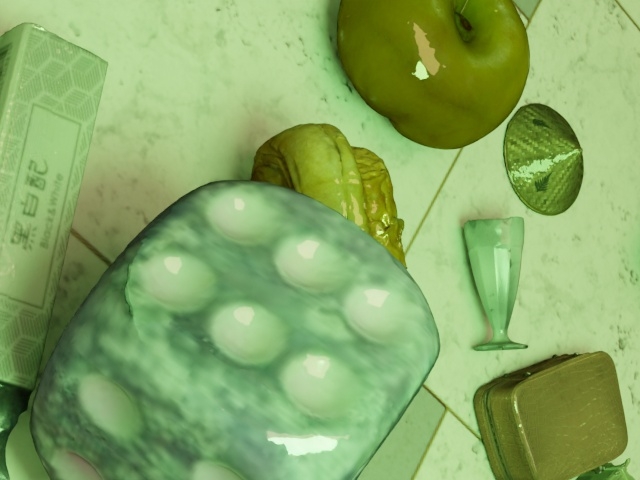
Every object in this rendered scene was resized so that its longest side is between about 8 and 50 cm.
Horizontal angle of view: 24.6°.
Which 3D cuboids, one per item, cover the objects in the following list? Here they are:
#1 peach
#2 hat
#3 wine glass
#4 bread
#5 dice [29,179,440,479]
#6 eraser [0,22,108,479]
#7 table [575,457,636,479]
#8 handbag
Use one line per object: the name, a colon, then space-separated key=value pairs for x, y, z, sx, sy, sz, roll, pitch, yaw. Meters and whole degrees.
peach: x=0.128 y=-0.228 z=1.669 sx=0.251 sy=0.153 sz=0.251 roll=26 pitch=50 yaw=-37
hat: x=0.302 y=-0.107 z=1.830 sx=0.146 sy=0.067 sz=0.146 roll=8 pitch=76 yaw=-37
wine glass: x=0.209 y=0.052 z=1.727 sx=0.073 sy=0.073 sz=0.155 roll=0 pitch=85 yaw=-39
bread: x=0.001 y=-0.001 z=1.486 sx=0.120 sy=0.198 sz=0.236 roll=-6 pitch=86 yaw=-24
dice: x=-0.075 y=0.130 z=1.300 sx=0.270 sy=0.271 sz=0.270 roll=35 pitch=46 yaw=7
eraser: x=-0.287 y=0.011 z=1.315 sx=0.096 sy=0.098 sz=0.403 roll=21 pitch=69 yaw=-34
table: x=0.351 y=0.319 z=1.794 sx=0.083 sy=0.062 sz=0.079 roll=-37 pitch=106 yaw=-37
handbag: x=0.281 y=0.218 z=1.753 sx=0.193 sy=0.072 sz=0.151 roll=-17 pitch=92 yaw=-41
